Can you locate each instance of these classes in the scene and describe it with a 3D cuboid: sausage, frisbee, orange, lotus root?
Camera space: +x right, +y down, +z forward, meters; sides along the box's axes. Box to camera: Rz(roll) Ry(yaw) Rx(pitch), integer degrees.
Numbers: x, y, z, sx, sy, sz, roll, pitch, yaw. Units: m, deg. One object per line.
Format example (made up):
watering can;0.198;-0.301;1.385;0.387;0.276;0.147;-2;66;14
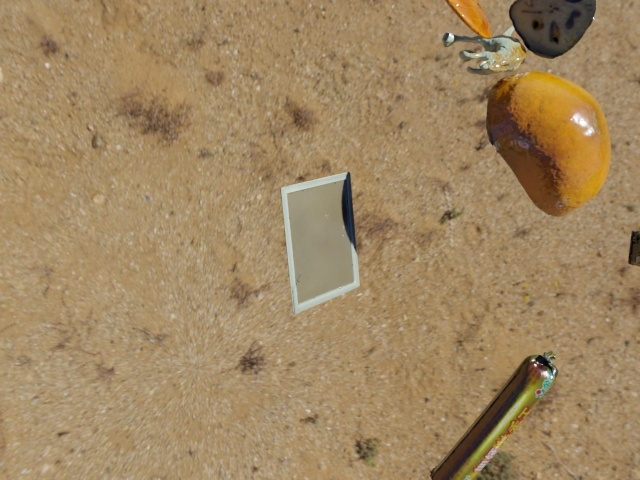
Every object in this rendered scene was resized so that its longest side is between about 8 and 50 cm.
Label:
sausage;0.349;0.357;1.279;0.082;0.082;0.371;30;112;-4
frisbee;0.324;-0.534;1.452;0.192;0.035;0.192;31;37;-27
orange;0.494;-0.223;1.411;0.310;0.274;0.274;39;74;14
lotus root;0.540;-0.525;1.490;0.078;0.183;0.203;-16;81;-52

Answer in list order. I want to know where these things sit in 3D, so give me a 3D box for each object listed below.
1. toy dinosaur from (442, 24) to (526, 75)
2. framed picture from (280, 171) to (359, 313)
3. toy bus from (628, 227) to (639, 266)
toy dinosaur;0.421;-0.467;1.580;0.393;0.206;0.092;-31;127;-41
framed picture;0.000;0.000;1.527;0.232;0.019;0.296;-17;108;-43
toy bus;0.880;0.018;1.614;0.114;0.201;0.098;16;78;-17
